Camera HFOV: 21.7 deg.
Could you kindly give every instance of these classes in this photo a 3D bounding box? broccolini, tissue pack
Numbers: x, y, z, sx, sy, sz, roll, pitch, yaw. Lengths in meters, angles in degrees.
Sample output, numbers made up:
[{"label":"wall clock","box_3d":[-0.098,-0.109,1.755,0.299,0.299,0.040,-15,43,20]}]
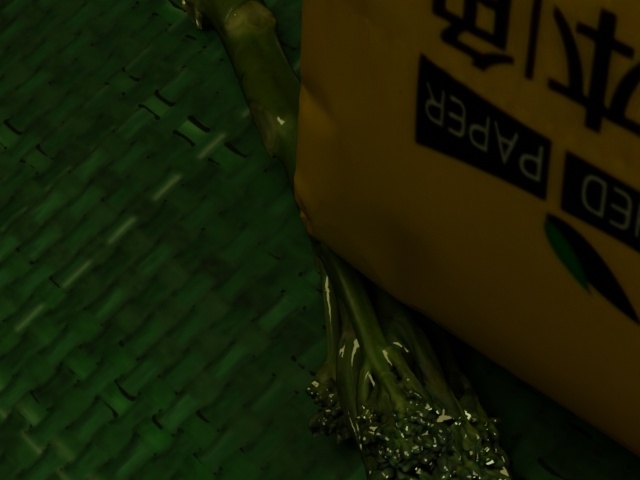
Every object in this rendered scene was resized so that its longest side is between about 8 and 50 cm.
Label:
[{"label":"broccolini","box_3d":[-0.005,-0.001,0.761,0.074,0.079,0.392,-35,41,10]},{"label":"tissue pack","box_3d":[0.184,-0.063,0.537,0.228,0.293,0.382,-28,45,-34]}]
